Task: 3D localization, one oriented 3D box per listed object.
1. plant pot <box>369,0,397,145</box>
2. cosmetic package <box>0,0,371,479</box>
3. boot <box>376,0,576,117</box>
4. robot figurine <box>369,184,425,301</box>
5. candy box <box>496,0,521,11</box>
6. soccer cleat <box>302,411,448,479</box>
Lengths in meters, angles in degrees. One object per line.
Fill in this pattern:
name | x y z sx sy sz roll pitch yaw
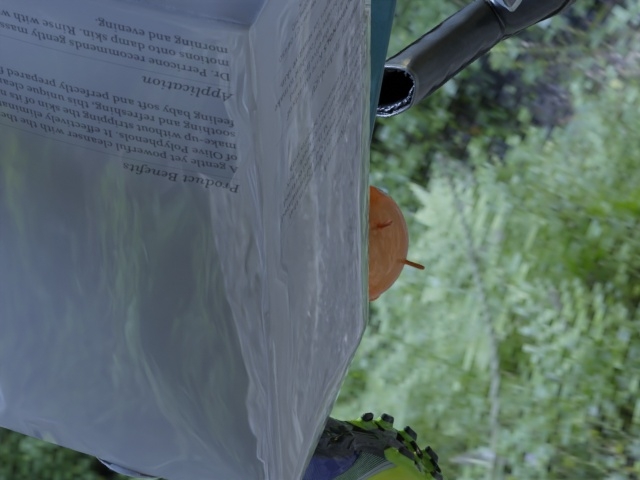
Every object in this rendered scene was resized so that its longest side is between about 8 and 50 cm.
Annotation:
plant pot | -0.065 -0.080 1.173 0.166 0.166 0.234 -139 51 -60
cosmetic package | -0.085 -0.039 0.858 0.197 0.365 0.155 16 53 13
boot | 0.153 -0.215 1.752 0.076 0.208 0.189 57 144 8
robot figurine | 0.001 0.001 1.818 0.219 0.128 0.158 3 103 34
candy box | 0.066 -0.217 0.644 0.165 0.070 0.196 39 96 12
soccer cleat | 0.024 0.233 1.685 0.121 0.289 0.093 -51 49 14
